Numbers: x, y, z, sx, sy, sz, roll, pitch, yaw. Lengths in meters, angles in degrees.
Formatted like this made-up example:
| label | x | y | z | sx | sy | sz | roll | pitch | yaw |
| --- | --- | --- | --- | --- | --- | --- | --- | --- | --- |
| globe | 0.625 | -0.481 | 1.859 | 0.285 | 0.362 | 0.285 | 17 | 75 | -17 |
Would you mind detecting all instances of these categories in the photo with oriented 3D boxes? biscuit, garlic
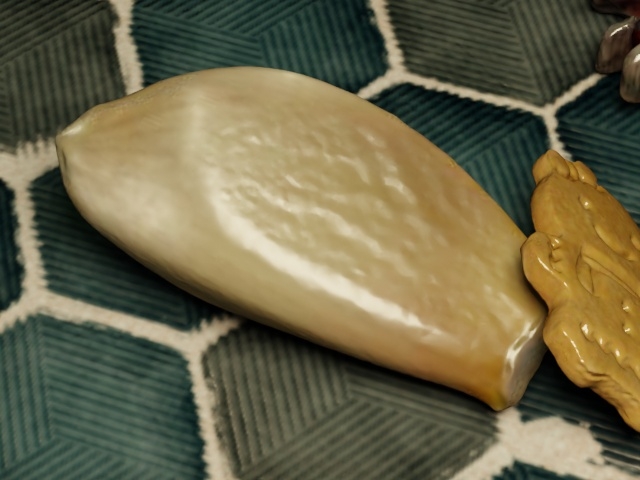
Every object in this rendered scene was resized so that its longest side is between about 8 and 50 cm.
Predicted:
| label | x | y | z | sx | sy | sz | roll | pitch | yaw |
| --- | --- | --- | --- | --- | --- | --- | --- | --- | --- |
| biscuit | 0.168 | 0.029 | 1.007 | 0.133 | 0.027 | 0.184 | 42 | 33 | -15 |
| garlic | 0.003 | -0.008 | 1.025 | 0.318 | 0.112 | 0.143 | 24 | 68 | 8 |

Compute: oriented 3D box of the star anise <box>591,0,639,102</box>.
| label | x | y | z | sx | sy | sz | roll | pitch | yaw |
| --- | --- | --- | --- | --- | --- | --- | --- | --- | --- |
| star anise | 0.275 | -0.166 | 1.142 | 0.198 | 0.111 | 0.258 | -1 | 46 | 14 |
